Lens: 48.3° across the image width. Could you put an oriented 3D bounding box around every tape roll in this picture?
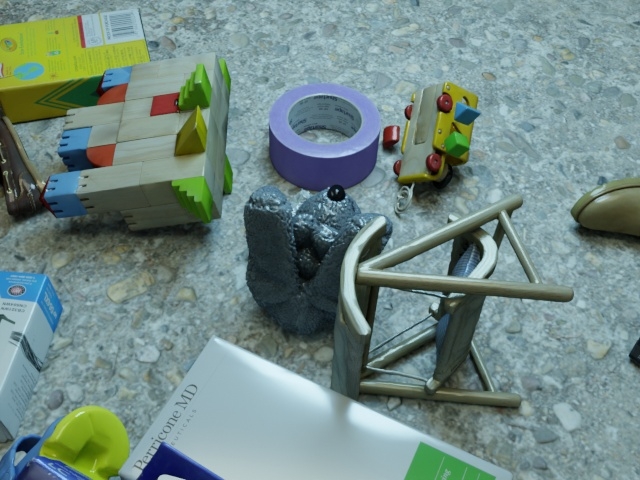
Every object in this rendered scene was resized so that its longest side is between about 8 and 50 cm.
[{"bbox_3d":[0.006,-0.177,1.211,0.188,0.080,0.189,2,51,-2],"label":"tape roll"}]

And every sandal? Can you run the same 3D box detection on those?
[{"bbox_3d":[-0.324,0.331,0.768,0.138,0.126,0.317,-8,47,41],"label":"sandal"}]

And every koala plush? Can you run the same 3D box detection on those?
[{"bbox_3d":[0.000,0.000,1.026,0.196,0.203,0.221,14,30,6],"label":"koala plush"}]

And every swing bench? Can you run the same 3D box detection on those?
[{"bbox_3d":[0.128,0.099,0.874,0.254,0.253,0.165,-9,51,-11],"label":"swing bench"}]

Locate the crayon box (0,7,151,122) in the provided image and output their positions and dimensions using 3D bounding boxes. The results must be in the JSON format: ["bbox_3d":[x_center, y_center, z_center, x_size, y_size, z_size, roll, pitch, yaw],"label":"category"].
[{"bbox_3d":[-0.474,-0.322,1.308,0.318,0.081,0.202,-11,51,-12],"label":"crayon box"}]

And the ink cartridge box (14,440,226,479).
[{"bbox_3d":[-0.207,0.371,0.601,0.270,0.151,0.396,32,68,1],"label":"ink cartridge box"}]

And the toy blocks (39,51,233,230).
[{"bbox_3d":[-0.288,-0.157,1.139,0.260,0.191,0.382,-7,51,6],"label":"toy blocks"}]

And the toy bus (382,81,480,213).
[{"bbox_3d":[0.197,-0.156,1.182,0.104,0.202,0.191,17,36,-29],"label":"toy bus"}]

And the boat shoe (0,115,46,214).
[{"bbox_3d":[-0.502,-0.123,1.146,0.073,0.073,0.207,-24,55,-23],"label":"boat shoe"}]

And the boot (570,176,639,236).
[{"bbox_3d":[0.534,0.026,1.062,0.236,0.089,0.270,-8,52,-9],"label":"boot"}]

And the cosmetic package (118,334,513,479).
[{"bbox_3d":[-0.007,0.281,0.782,0.365,0.155,0.197,22,54,13],"label":"cosmetic package"}]

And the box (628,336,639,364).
[{"bbox_3d":[0.600,0.147,0.815,0.395,0.318,0.097,37,58,26],"label":"box"}]

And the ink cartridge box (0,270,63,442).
[{"bbox_3d":[-0.443,0.142,0.920,0.148,0.086,0.203,4,50,1],"label":"ink cartridge box"}]
